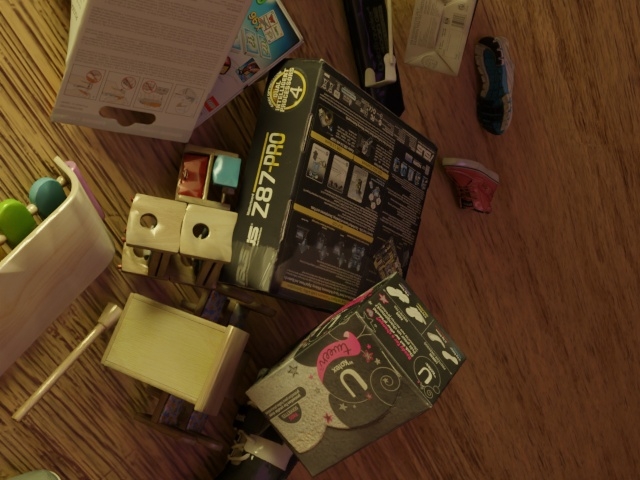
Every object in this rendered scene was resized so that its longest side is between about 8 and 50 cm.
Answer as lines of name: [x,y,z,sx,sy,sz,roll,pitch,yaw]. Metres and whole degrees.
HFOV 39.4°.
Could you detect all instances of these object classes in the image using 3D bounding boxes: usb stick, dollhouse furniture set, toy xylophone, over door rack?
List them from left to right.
toy xylophone: [-0.352,0.071,1.028,0.322,0.081,0.236,-44,142,-33]
dollhouse furniture set: [-0.174,-0.051,1.131,0.128,0.129,0.184,11,69,-12]
dollhouse furniture set: [-0.144,0.167,1.184,0.242,0.161,0.212,39,71,-61]
over door rack: [0.027,-0.381,1.268,0.239,0.108,0.324,-2,102,-32]
usb stick: [0.082,-0.317,1.427,0.077,0.045,0.278,-31,122,-29]

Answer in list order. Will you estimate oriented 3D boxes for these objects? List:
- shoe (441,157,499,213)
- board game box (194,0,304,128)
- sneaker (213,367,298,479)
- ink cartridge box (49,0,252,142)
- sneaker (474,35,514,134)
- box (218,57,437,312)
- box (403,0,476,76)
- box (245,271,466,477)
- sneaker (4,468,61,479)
shoe: [0.281,-0.101,1.683,0.178,0.063,0.081,16,84,-52]
board game box: [-0.172,-0.307,1.095,0.193,0.053,0.305,-39,130,-3]
sneaker: [-0.083,0.278,1.371,0.330,0.122,0.146,-41,110,-31]
ink cartridge box: [-0.207,-0.235,1.065,0.189,0.066,0.232,6,135,-32]
sneaker: [0.344,-0.297,1.700,0.083,0.071,0.191,-28,120,-46]
box: [0.031,-0.052,1.326,0.395,0.097,0.318,21,79,-58]
box: [0.213,-0.415,1.395,0.169,0.087,0.290,96,11,-52]
box: [0.044,0.187,1.233,0.163,0.247,0.142,51,34,0]
sneaker: [-0.430,0.304,0.988,0.295,0.123,0.178,-31,131,-37]
